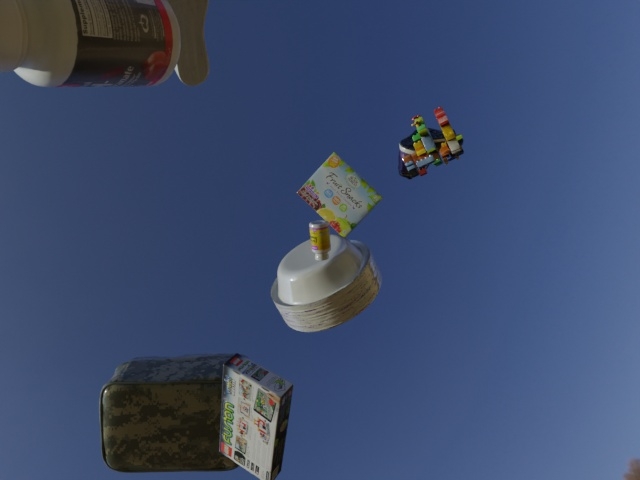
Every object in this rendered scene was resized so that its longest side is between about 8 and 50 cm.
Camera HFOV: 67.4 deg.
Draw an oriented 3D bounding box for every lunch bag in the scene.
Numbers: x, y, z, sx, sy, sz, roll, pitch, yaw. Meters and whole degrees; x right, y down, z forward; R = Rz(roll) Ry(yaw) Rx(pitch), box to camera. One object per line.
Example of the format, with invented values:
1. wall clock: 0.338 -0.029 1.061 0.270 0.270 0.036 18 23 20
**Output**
1. lunch bag: -0.290 0.347 1.051 0.305 0.256 0.212 0 -80 -5

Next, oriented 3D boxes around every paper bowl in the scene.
1. paper bowl: 0.003 0.090 1.240 0.284 0.284 0.148 -34 -66 -14

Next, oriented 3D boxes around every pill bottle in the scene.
1. pill bottle: 0.000 0.000 1.044 0.043 0.043 0.083 -13 -72 -24
2. pill bottle: -0.404 -0.343 0.787 0.318 0.176 0.176 -28 -55 -55

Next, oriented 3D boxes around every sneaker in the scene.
1. sneaker: -0.316 -0.507 1.038 0.108 0.169 0.292 -18 -37 -27
2. sneaker: 0.330 -0.287 1.580 0.283 0.107 0.124 -32 -42 -44

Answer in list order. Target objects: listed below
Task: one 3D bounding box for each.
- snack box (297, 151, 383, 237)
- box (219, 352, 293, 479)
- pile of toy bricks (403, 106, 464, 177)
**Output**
1. snack box: 0.062 -0.140 1.488 0.207 0.070 0.174 45 -81 3
2. box: -0.110 0.295 0.788 0.036 0.114 0.207 -34 -40 -52
3. pile of toy bricks: 0.205 -0.194 0.918 0.118 0.212 0.105 -23 -93 17
